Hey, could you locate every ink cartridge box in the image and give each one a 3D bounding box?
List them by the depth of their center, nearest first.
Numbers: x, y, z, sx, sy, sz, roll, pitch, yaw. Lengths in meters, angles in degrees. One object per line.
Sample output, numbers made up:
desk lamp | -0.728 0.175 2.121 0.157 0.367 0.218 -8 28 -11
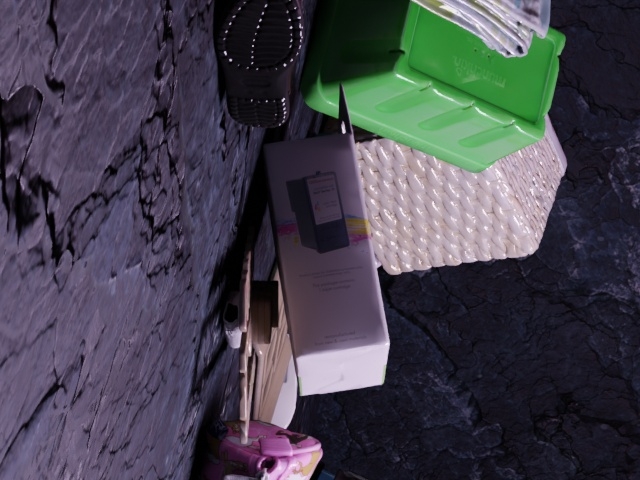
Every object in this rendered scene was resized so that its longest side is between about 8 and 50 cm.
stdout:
ink cartridge box | 0.000 0.000 1.853 0.207 0.119 0.353 89 -8 -70

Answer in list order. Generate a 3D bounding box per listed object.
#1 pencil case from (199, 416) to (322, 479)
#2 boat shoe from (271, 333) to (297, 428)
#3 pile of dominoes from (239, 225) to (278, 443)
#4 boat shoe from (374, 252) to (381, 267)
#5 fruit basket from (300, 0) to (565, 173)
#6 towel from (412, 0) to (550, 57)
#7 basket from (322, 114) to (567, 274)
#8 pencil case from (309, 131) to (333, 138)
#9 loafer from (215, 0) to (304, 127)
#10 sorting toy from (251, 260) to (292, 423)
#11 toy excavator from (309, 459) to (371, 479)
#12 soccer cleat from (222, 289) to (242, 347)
pencil case | -0.111 0.426 1.869 0.167 0.160 0.386 10 94 -52
boat shoe | -0.072 0.253 2.476 0.063 0.066 0.184 88 5 -68
pile of dominoes | -0.073 0.106 1.754 0.251 0.040 0.195 -91 -178 -72
boat shoe | 0.056 0.007 2.721 0.258 0.095 0.084 -140 -151 -77
fruit basket | 0.130 -0.279 2.160 0.392 0.392 0.282 74 29 -80
towel | 0.189 -0.465 1.962 0.090 0.321 0.374 -22 -128 48
basket | 0.212 -0.145 2.529 0.331 0.328 0.266 58 37 -33
pencil case | -0.002 -0.113 2.246 0.070 0.065 0.151 -61 -175 32
loafer | -0.058 -0.193 1.366 0.220 0.080 0.078 105 -9 -61
sorting toy | -0.071 0.126 2.279 0.229 0.041 0.307 92 11 -45
toy excavator | -0.016 0.453 2.304 0.445 0.433 0.222 34 79 -58
soccer cleat | -0.109 0.100 1.789 0.035 0.029 0.083 -59 159 -58
